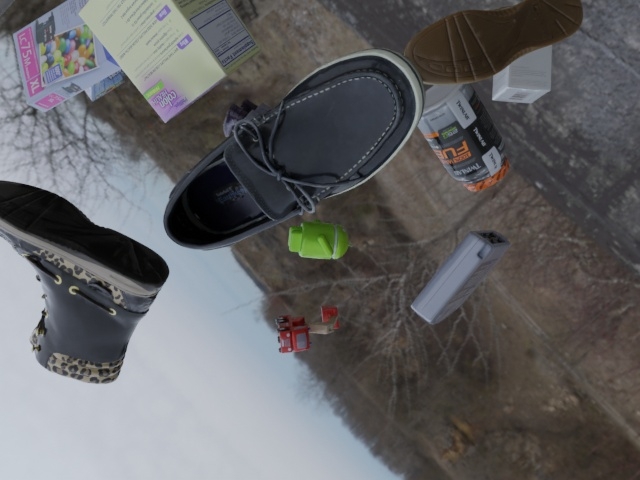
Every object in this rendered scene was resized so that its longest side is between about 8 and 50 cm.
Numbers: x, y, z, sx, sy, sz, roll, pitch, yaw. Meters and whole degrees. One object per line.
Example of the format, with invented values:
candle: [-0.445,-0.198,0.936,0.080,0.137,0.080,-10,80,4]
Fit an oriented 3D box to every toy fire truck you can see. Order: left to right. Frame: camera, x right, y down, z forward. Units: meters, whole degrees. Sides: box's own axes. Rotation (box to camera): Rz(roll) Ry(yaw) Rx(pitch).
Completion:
toy fire truck: [-0.023,0.179,1.244,0.192,0.135,0.047,-133,38,-82]

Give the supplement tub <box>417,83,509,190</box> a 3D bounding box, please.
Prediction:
supplement tub: [0.256,-0.189,1.094,0.190,0.117,0.117,51,176,-22]

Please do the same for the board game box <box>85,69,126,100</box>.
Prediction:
board game box: [-0.524,-0.455,1.518,0.060,0.194,0.194,54,169,1]

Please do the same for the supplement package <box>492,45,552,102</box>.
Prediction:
supplement package: [0.474,-0.427,1.428,0.105,0.105,0.179,141,133,-85]

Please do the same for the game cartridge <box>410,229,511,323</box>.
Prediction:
game cartridge: [0.269,0.070,1.160,0.060,0.196,0.294,37,-165,19]

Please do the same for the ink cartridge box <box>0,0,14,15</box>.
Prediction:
ink cartridge box: [-0.423,-0.296,0.609,0.207,0.119,0.353,50,-168,-35]

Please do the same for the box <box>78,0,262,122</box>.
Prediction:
box: [-0.266,-0.371,1.075,0.213,0.117,0.243,-20,113,45]

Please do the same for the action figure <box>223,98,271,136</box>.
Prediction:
action figure: [-0.045,-0.193,1.206,0.285,0.185,0.099,26,135,13]

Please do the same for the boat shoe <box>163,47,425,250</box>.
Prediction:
boat shoe: [-0.060,-0.116,0.943,0.187,0.500,0.156,56,-148,-13]

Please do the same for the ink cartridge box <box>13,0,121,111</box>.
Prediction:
ink cartridge box: [-0.514,-0.428,1.306,0.065,0.311,0.186,23,-133,-70]

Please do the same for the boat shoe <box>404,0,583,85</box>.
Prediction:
boat shoe: [0.255,-0.303,0.927,0.089,0.285,0.105,-148,41,-77]

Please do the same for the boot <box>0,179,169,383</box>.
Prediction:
boot: [-0.481,0.081,1.099,0.377,0.284,0.138,26,-152,-1]

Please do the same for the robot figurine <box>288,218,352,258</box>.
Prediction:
robot figurine: [0.000,0.000,1.114,0.101,0.115,0.067,-110,26,-71]
